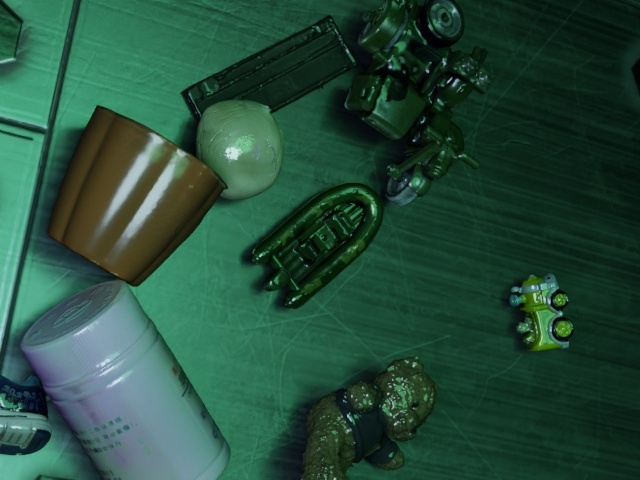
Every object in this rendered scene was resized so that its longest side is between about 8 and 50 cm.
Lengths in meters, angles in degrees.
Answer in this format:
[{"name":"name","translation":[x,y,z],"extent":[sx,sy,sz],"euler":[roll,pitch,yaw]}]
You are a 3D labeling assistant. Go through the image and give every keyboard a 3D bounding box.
[{"name":"keyboard","translation":[-0.063,-0.217,1.957],"extent":[0.250,0.017,0.087],"euler":[-31,96,-25]}]

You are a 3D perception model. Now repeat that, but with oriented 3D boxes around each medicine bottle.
[{"name":"medicine bottle","translation":[-0.231,0.189,1.737],"extent":[0.152,0.152,0.254],"euler":[-37,110,-24]}]

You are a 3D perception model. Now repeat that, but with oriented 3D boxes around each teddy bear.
[{"name":"teddy bear","translation":[0.044,0.250,1.898],"extent":[0.129,0.182,0.251],"euler":[38,67,23]}]

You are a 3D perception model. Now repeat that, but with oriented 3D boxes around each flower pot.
[{"name":"flower pot","translation":[-0.237,-0.047,1.782],"extent":[0.191,0.190,0.173],"euler":[34,85,-17]}]

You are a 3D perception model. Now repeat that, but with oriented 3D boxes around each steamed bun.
[{"name":"steamed bun","translation":[-0.103,-0.114,1.874],"extent":[0.112,0.091,0.130],"euler":[-8,107,-27]}]

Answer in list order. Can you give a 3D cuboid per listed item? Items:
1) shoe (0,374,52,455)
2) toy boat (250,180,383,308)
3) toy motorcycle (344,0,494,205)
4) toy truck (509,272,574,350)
[{"name":"shoe","translation":[-0.414,0.183,1.723],"extent":[0.207,0.091,0.106],"euler":[15,52,-17]},{"name":"toy boat","translation":[0.000,0.000,1.941],"extent":[0.210,0.052,0.104],"euler":[-40,98,-22]},{"name":"toy motorcycle","translation":[0.126,-0.200,1.977],"extent":[0.205,0.127,0.275],"euler":[33,69,-25]},{"name":"toy truck","translation":[0.311,0.103,2.066],"extent":[0.077,0.076,0.111],"euler":[-11,88,-5]}]
